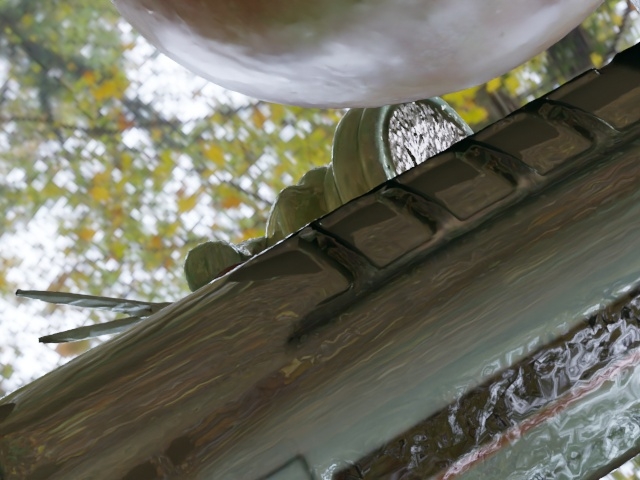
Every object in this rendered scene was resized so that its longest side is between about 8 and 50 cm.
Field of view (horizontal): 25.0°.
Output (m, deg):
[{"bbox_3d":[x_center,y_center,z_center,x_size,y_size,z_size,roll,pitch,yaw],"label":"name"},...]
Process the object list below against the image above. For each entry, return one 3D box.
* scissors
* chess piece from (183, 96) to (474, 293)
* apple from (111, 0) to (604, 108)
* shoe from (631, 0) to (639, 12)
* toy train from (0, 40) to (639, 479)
[{"bbox_3d":[-0.133,0.064,1.243,0.248,0.144,0.017,-2,-128,6],"label":"scissors"},{"bbox_3d":[0.000,0.000,1.260,0.298,0.176,0.175,-30,-130,38],"label":"chess piece"},{"bbox_3d":[0.008,-0.196,0.636,0.306,0.235,0.305,-3,-96,33],"label":"apple"},{"bbox_3d":[0.368,-0.370,1.432,0.171,0.384,0.237,-37,-162,-18],"label":"shoe"},{"bbox_3d":[-0.008,0.051,0.393,0.407,0.088,0.086,-30,-147,-15],"label":"toy train"}]
